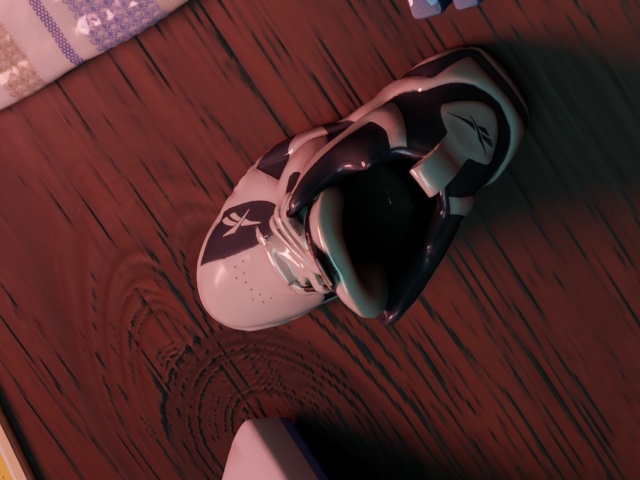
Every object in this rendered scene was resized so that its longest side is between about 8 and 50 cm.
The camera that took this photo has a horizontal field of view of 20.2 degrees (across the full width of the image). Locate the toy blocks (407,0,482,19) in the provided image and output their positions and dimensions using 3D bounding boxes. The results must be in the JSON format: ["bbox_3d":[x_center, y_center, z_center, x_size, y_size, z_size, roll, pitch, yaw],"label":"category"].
[{"bbox_3d":[0.098,-0.186,0.767,0.381,0.261,0.191,-10,111,25],"label":"toy blocks"}]

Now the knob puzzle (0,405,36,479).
[{"bbox_3d":[-0.283,0.174,1.225,0.213,0.030,0.213,9,118,17],"label":"knob puzzle"}]

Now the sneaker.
[{"bbox_3d":[0.000,0.000,0.959,0.235,0.153,0.094,-29,102,30],"label":"sneaker"}]

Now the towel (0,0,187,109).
[{"bbox_3d":[-0.183,-0.190,1.005,0.285,0.034,0.209,-26,106,31],"label":"towel"}]

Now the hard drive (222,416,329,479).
[{"bbox_3d":[0.008,0.283,1.038,0.040,0.319,0.210,-2,125,-29],"label":"hard drive"}]
